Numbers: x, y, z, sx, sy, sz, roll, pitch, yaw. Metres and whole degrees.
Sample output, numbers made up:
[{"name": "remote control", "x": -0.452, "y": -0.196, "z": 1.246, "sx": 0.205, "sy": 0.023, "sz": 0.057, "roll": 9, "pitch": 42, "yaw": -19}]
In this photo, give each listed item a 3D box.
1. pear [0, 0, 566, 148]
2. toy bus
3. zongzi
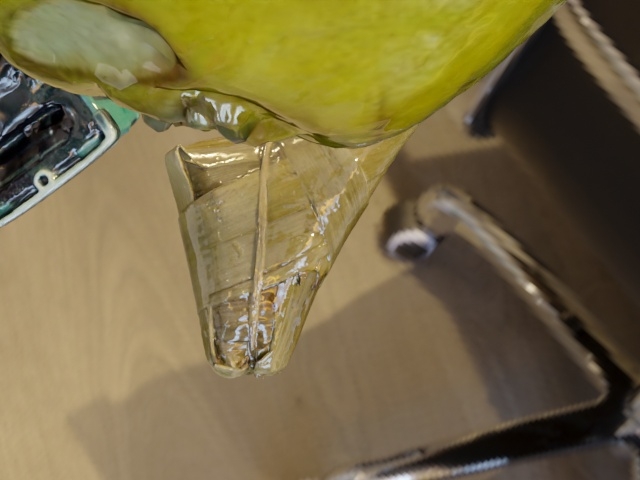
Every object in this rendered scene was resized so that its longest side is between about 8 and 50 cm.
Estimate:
[{"name": "pear", "x": -0.005, "y": -0.182, "z": 0.444, "sx": 0.269, "sy": 0.269, "sz": 0.321, "roll": -2, "pitch": 102, "yaw": -22}, {"name": "toy bus", "x": -0.236, "y": -0.143, "z": 1.114, "sx": 0.256, "sy": 0.128, "sz": 0.147, "roll": 55, "pitch": 12, "yaw": -1}, {"name": "zongzi", "x": 0.000, "y": 0.000, "z": 1.049, "sx": 0.176, "sy": 0.078, "sz": 0.160, "roll": -11, "pitch": 88, "yaw": 5}]
